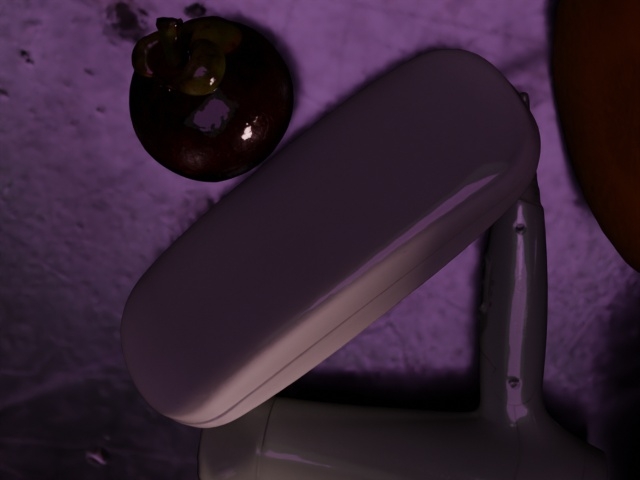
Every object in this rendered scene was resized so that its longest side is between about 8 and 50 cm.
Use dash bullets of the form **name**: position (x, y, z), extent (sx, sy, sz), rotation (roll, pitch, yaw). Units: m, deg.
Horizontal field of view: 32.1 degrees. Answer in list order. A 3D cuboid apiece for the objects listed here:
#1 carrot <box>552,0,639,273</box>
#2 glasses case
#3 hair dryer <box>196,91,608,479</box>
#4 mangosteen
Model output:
- **carrot**: position (0.238, -0.074, 0.489), extent (0.225, 0.159, 0.159), rotation (-11, 102, -5)
- **glasses case**: position (0.000, 0.000, 0.538), extent (0.233, 0.059, 0.092), rotation (-39, 58, 10)
- **hair dryer**: position (0.057, 0.037, 0.567), extent (0.206, 0.075, 0.237), rotation (12, 96, 6)
- **mangosteen**: position (-0.053, -0.067, 0.529), extent (0.081, 0.081, 0.080), rotation (1, 103, 2)
